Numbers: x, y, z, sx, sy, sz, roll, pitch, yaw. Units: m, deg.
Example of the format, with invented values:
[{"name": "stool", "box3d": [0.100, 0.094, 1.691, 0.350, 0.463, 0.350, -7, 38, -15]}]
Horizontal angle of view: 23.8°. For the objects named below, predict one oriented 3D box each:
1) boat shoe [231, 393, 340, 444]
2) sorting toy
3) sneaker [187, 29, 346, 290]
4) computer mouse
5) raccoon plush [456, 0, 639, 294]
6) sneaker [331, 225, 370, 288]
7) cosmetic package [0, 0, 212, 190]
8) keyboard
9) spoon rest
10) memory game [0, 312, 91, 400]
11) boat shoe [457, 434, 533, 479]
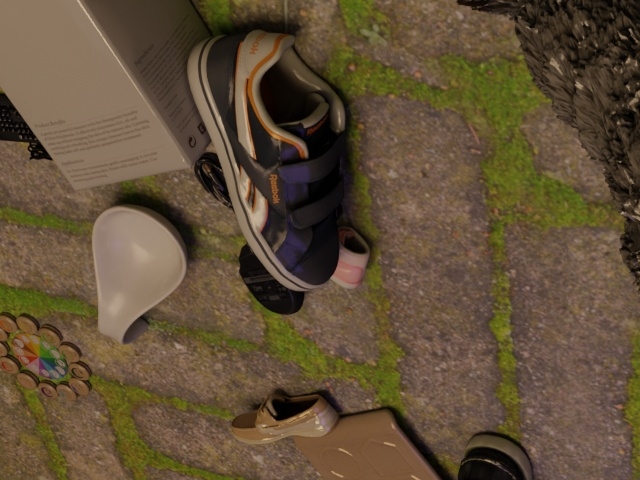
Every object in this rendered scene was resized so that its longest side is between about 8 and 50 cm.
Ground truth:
[{"name": "boat shoe", "box3d": [-0.056, 0.241, 2.114, 0.170, 0.063, 0.059, -11, 122, 28]}, {"name": "sorting toy", "box3d": [0.085, 0.325, 2.130, 0.193, 0.038, 0.208, -17, 116, 42]}, {"name": "sneaker", "box3d": [-0.032, -0.084, 1.698, 0.127, 0.126, 0.321, -6, 120, 35]}, {"name": "computer mouse", "box3d": [-0.086, -0.009, 1.901, 0.071, 0.041, 0.242, -6, 121, 38]}, {"name": "raccoon plush", "box3d": [0.224, -0.125, 1.374, 0.446, 0.299, 0.216, 12, 136, 23]}, {"name": "sneaker", "box3d": [0.000, 0.000, 1.840, 0.134, 0.051, 0.070, 29, 135, 4]}, {"name": "cosmetic package", "box3d": [-0.271, -0.247, 1.678, 0.197, 0.155, 0.365, -7, 126, 36]}, {"name": "keyboard", "box3d": [-0.342, -0.134, 1.931, 0.192, 0.038, 0.100, 6, 134, 29]}, {"name": "spoon rest", "box3d": [-0.250, 0.054, 2.027, 0.137, 0.084, 0.276, 27, 141, 6]}, {"name": "memory game", "box3d": [-0.433, 0.180, 2.326, 0.186, 0.012, 0.186, 18, 138, 16]}, {"name": "boat shoe", "box3d": [0.251, 0.415, 2.049, 0.127, 0.113, 0.340, 8, 134, 26]}]
